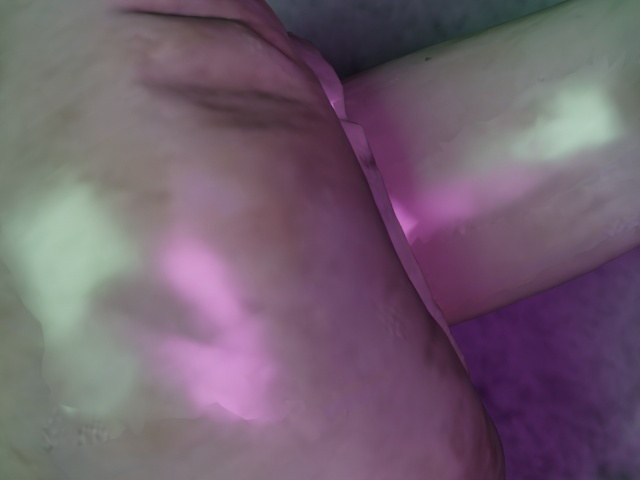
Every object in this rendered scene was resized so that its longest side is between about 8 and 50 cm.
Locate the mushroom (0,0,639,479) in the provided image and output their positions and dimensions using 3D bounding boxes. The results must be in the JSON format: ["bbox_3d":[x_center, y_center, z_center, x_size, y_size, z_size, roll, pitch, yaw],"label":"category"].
[{"bbox_3d":[-0.025,0.025,0.566,0.356,0.315,0.315,7,99,39],"label":"mushroom"}]
